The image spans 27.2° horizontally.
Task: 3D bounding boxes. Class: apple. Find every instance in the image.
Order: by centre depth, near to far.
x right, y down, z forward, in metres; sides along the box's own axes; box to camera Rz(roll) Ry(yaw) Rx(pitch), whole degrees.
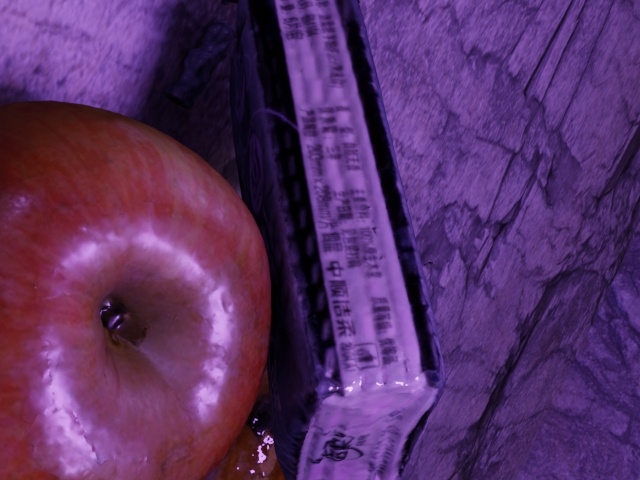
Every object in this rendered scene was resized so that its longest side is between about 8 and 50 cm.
[{"bbox_3d":[-0.185,0.051,0.896,0.301,0.302,0.301,-45,151,-34],"label":"apple"}]

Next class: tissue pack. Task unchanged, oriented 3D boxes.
[{"bbox_3d":[0.000,0.000,1.043,0.122,0.361,0.259,-8,153,-7],"label":"tissue pack"}]

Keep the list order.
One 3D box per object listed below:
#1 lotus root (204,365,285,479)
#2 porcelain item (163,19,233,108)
[{"bbox_3d":[-0.078,0.186,1.321,0.291,0.193,0.193,-57,156,-6],"label":"lotus root"},{"bbox_3d":[-0.099,-0.150,1.110,0.083,0.028,0.036,-58,173,-13],"label":"porcelain item"}]
